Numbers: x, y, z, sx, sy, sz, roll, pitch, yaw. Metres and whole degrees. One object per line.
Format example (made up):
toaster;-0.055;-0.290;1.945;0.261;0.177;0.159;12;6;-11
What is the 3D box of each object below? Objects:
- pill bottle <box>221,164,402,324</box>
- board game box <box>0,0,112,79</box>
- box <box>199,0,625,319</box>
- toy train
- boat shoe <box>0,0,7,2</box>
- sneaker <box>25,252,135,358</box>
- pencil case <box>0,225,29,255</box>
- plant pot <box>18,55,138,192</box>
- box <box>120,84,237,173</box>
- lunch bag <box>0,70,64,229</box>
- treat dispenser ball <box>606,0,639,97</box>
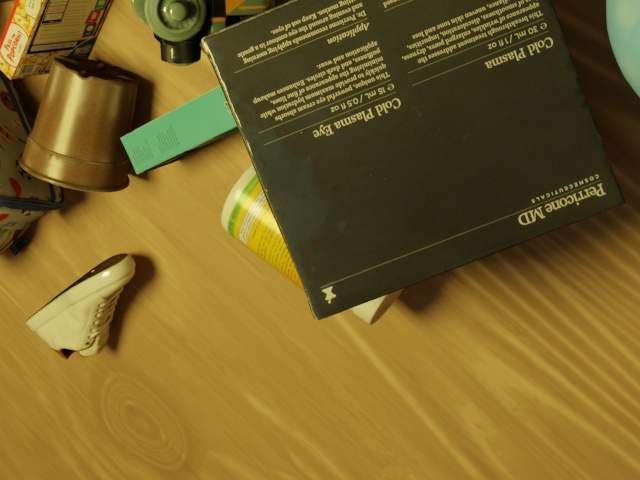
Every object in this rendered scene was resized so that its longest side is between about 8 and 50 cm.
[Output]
pill bottle;0.000;0.000;1.097;0.246;0.136;0.136;37;121;14
board game box;-0.376;-0.330;1.191;0.045;0.147;0.193;43;121;10
box;0.096;-0.129;0.897;0.343;0.179;0.312;-21;96;5
toy train;-0.139;-0.386;1.018;0.142;0.190;0.333;-134;40;-59
boat shoe;-0.449;-0.446;1.165;0.355;0.130;0.132;-26;97;50
sneaker;-0.376;0.117;1.382;0.290;0.106;0.123;-31;100;41
pencil case;-0.664;-0.143;1.413;0.410;0.183;0.160;52;151;5
plant pot;-0.351;-0.179;1.228;0.167;0.167;0.165;26;111;20
box;-0.157;-0.168;1.150;0.244;0.100;0.060;-20;97;33
lunch bag;-0.529;-0.167;1.273;0.115;0.243;0.303;-27;81;16
treat dispenser ball;0.397;-0.220;0.707;0.288;0.288;0.288;10;111;26
